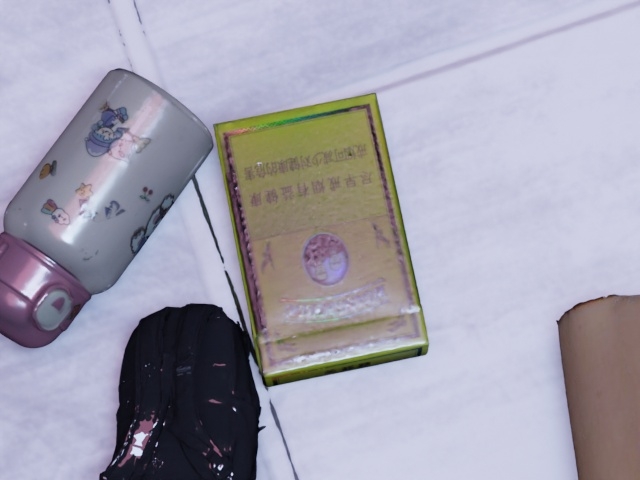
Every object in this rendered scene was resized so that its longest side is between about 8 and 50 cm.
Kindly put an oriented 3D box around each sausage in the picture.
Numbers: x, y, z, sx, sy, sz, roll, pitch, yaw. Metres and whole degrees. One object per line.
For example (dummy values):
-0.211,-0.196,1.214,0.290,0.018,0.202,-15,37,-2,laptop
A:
0.257,0.170,1.534,0.123,0.123,0.252,-5,69,0,sausage

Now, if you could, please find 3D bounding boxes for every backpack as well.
-0.102,0.135,1.578,0.120,0.106,0.165,-5,59,22,backpack

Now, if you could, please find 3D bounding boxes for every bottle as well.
-0.194,-0.020,1.612,0.110,0.110,0.233,34,79,8,bottle

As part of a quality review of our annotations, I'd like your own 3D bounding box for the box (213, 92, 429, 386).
0.000,0.000,1.628,0.141,0.064,0.220,-10,78,-2,box
